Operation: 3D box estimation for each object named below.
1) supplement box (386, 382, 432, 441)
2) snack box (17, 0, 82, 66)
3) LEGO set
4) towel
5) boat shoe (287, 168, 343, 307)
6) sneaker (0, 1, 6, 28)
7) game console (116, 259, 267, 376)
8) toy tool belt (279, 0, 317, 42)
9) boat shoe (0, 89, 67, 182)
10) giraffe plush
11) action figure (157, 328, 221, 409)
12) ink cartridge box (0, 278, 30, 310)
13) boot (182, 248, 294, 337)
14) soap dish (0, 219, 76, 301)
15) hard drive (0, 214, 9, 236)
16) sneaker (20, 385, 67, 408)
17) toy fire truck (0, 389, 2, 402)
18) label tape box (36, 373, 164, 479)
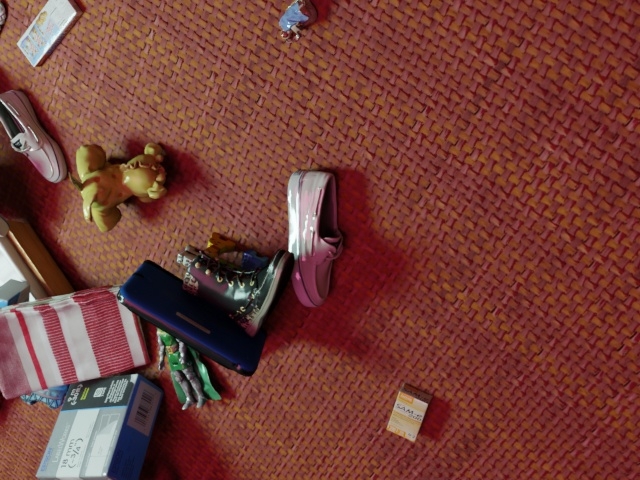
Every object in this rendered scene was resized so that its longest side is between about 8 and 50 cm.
[{"bbox_3d":[0.175,0.339,1.356,0.062,0.036,0.098,21,115,17],"label":"supplement box"},{"bbox_3d":[-0.568,-0.443,1.441,0.178,0.022,0.064,-35,92,31],"label":"snack box"},{"bbox_3d":[-0.197,0.050,1.398,0.227,0.093,0.087,24,116,16],"label":"LEGO set"},{"bbox_3d":[-0.567,0.228,1.537,0.329,0.037,0.237,-12,122,-11],"label":"towel"},{"bbox_3d":[0.000,0.000,1.291,0.088,0.096,0.267,4,101,29],"label":"boat shoe"},{"bbox_3d":[-0.718,-0.467,1.477,0.038,0.069,0.098,36,119,10],"label":"sneaker"},{"bbox_3d":[-0.274,0.190,1.379,0.293,0.250,0.173,32,108,-7],"label":"game console"},{"bbox_3d":[-0.048,-0.381,1.197,0.083,0.051,0.052,-39,89,31],"label":"toy tool belt"},{"bbox_3d":[-0.654,-0.223,1.530,0.083,0.076,0.226,-30,93,31],"label":"boat shoe"},{"bbox_3d":[-0.396,-0.124,1.408,0.171,0.210,0.181,-13,90,-5],"label":"giraffe plush"},{"bbox_3d":[-0.320,0.266,1.557,0.137,0.063,0.232,-17,96,33],"label":"action figure"},{"bbox_3d":[-0.696,0.162,1.539,0.052,0.088,0.122,15,115,5],"label":"ink cartridge box"},{"bbox_3d":[-0.157,0.069,1.280,0.179,0.085,0.236,31,136,3],"label":"boot"},{"bbox_3d":[-0.721,0.115,1.658,0.229,0.118,0.290,-33,92,31],"label":"soap dish"},{"bbox_3d":[-0.880,-0.079,1.514,0.319,0.040,0.210,0,145,18],"label":"hard drive"},{"bbox_3d":[-0.771,0.372,1.784,0.262,0.104,0.125,12,115,22],"label":"sneaker"},{"bbox_3d":[-0.987,0.460,1.867,0.158,0.217,0.246,41,131,41],"label":"toy fire truck"},{"bbox_3d":[-0.556,0.458,1.627,0.334,0.240,0.106,-11,140,28],"label":"label tape box"}]
